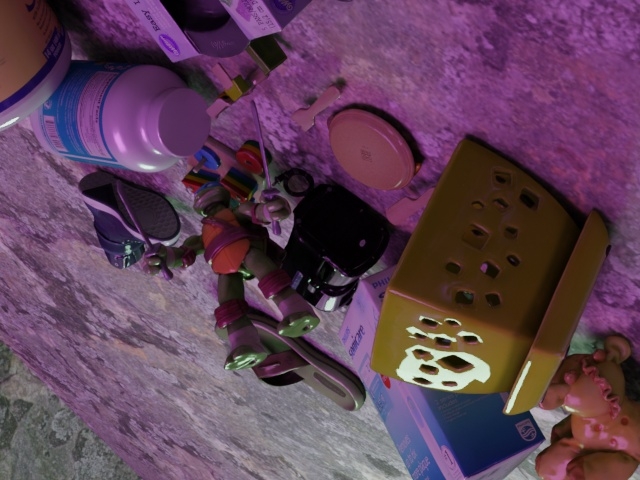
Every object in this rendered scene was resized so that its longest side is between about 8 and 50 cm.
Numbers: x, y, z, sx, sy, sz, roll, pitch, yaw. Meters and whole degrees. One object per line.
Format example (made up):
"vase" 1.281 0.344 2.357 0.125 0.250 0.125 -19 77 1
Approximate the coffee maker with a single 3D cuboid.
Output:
"coffee maker" 0.000 0.000 1.763 0.171 0.120 0.178 63 158 14

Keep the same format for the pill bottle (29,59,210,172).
"pill bottle" -0.271 -0.171 1.741 0.264 0.146 0.146 11 146 42

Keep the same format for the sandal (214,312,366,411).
"sandal" -0.062 0.221 2.236 0.303 0.086 0.120 30 155 12

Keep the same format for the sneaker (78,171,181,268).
"sneaker" -0.301 -0.009 2.121 0.226 0.086 0.163 30 146 35

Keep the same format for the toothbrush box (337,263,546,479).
"toothbrush box" 0.154 0.193 1.716 0.295 0.126 0.216 63 163 18

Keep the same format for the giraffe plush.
"giraffe plush" 0.350 0.217 1.628 0.210 0.181 0.170 -12 119 51

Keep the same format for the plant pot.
"plant pot" 0.199 0.057 1.463 0.207 0.227 0.228 24 153 11

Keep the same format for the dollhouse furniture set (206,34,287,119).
"dollhouse furniture set" -0.101 -0.209 1.553 0.058 0.076 0.152 52 152 -5

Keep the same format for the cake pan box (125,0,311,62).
"cake pan box" -0.159 -0.326 1.401 0.246 0.070 0.267 0 133 55

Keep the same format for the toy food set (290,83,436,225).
"toy food set" 0.064 -0.114 1.555 0.192 0.038 0.132 45 147 -8

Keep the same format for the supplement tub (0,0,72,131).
"supplement tub" -0.506 -0.320 1.668 0.241 0.241 0.331 15 148 38

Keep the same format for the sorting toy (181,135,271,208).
"sorting toy" -0.148 -0.082 1.861 0.132 0.046 0.274 32 156 8

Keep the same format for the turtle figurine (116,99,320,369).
"turtle figurine" -0.129 0.017 1.650 0.266 0.198 0.274 62 162 21
